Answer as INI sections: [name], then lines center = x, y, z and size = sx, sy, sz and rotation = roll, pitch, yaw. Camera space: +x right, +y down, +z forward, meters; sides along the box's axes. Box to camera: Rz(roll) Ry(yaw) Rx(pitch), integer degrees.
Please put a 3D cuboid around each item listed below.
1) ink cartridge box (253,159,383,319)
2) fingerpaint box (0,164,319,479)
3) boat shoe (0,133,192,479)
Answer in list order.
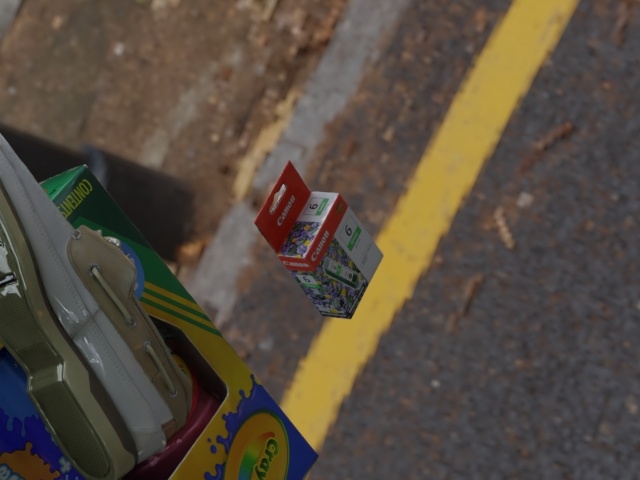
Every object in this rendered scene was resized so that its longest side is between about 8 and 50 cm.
[ink cartridge box]
center = 0.000, 0.000, 1.315
size = 0.029, 0.115, 0.063
rotation = 6, 56, 37
[fingerpaint box]
center = -0.252, 0.218, 1.555
size = 0.163, 0.371, 0.445
rotation = -18, 25, 45
[boat shoe]
center = -0.204, 0.039, 1.408
size = 0.113, 0.103, 0.302
rotation = -7, 111, 52
